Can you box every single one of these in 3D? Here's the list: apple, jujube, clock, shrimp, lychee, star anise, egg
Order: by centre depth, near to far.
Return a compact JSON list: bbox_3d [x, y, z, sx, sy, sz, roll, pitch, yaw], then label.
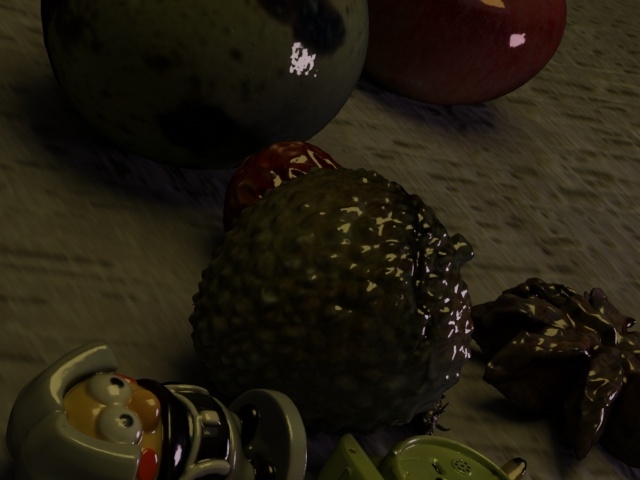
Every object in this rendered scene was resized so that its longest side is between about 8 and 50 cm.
[{"bbox_3d":[0.121,0.246,1.450,0.232,0.069,0.170,2,36,-40],"label":"clock"},{"bbox_3d":[0.015,0.060,1.474,0.274,0.255,0.255,-21,42,-9],"label":"lychee"},{"bbox_3d":[0.099,0.156,1.623,0.174,0.076,0.082,-80,146,-67],"label":"shrimp"},{"bbox_3d":[0.000,0.000,1.698,0.230,0.155,0.155,42,29,14],"label":"jujube"},{"bbox_3d":[0.304,0.140,1.759,0.331,0.118,0.332,19,23,-8],"label":"star anise"},{"bbox_3d":[-0.120,-0.248,1.812,0.345,0.345,0.428,46,17,33],"label":"egg"},{"bbox_3d":[0.180,-0.336,2.358,0.344,0.269,0.345,15,49,-18],"label":"apple"}]

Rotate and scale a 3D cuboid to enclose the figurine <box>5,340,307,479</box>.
[{"bbox_3d":[-0.135,0.177,1.275,0.236,0.133,0.176,14,40,-36],"label":"figurine"}]
